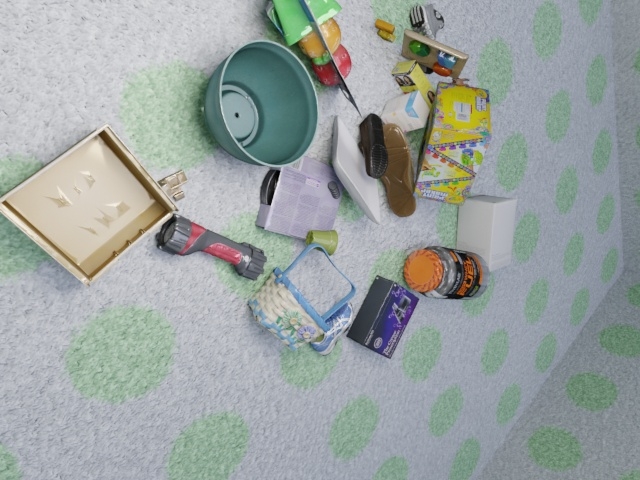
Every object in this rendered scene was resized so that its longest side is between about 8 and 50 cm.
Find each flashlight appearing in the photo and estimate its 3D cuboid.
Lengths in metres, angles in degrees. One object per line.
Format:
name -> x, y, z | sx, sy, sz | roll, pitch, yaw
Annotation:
flashlight -> -0.286, 0.030, 1.173 | 0.304, 0.103, 0.103 | 30, 109, -39

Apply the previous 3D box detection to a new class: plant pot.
plant pot -> -0.174, -0.328, 1.095 | 0.293, 0.196, 0.293 | -4, 96, -42
plant pot -> 0.000, 0.000, 1.321 | 0.079, 0.083, 0.083 | 12, 94, -26

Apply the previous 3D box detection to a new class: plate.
plate -> 0.106, -0.218, 1.359 | 0.277, 0.045, 0.278 | 52, 27, -35

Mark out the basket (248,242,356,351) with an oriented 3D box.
basket -> -0.048, 0.178, 1.322 | 0.289, 0.201, 0.255 | -46, 124, -7

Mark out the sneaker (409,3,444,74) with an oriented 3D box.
sneaker -> 0.399, -0.718, 1.523 | 0.132, 0.086, 0.229 | -31, 117, -30

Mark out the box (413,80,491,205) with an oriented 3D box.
box -> 0.436, -0.325, 1.447 | 0.279, 0.176, 0.290 | 95, 9, -49

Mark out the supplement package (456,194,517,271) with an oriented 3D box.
supplement package -> 0.715, -0.038, 1.868 | 0.175, 0.177, 0.293 | -12, 109, -34

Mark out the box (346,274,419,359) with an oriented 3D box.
box -> 0.240, 0.291, 1.637 | 0.184, 0.103, 0.261 | 33, 80, -35

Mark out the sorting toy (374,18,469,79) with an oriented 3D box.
sorting toy -> 0.316, -0.610, 1.396 | 0.041, 0.307, 0.229 | -65, 174, 9

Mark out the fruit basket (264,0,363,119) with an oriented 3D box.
fruit basket -> -0.008, -0.512, 1.147 | 0.165, 0.327, 0.353 | -25, 125, 6

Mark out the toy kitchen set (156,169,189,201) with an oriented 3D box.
toy kitchen set -> -0.362, -0.128, 1.090 | 0.083, 0.075, 0.068 | -34, 121, -26

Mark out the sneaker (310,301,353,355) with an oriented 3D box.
sneaker -> 0.041, 0.296, 1.497 | 0.081, 0.080, 0.211 | 40, 75, -40

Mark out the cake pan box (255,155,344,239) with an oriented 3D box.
cake pan box -> -0.056, -0.130, 1.329 | 0.266, 0.070, 0.246 | 13, 91, -39

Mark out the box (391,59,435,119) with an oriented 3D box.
box -> 0.349, -0.529, 1.530 | 0.232, 0.087, 0.058 | 40, 78, -38

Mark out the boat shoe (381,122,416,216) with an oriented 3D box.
boat shoe -> 0.268, -0.254, 1.530 | 0.110, 0.121, 0.341 | -64, 144, -57

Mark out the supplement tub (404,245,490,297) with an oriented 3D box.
supplement tub -> 0.507, 0.132, 1.732 | 0.337, 0.207, 0.207 | 8, 96, -38

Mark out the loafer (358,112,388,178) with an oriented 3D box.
loafer -> 0.168, -0.303, 1.421 | 0.080, 0.078, 0.220 | 8, 75, -36

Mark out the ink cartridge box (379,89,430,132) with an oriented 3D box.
ink cartridge box -> 0.282, -0.432, 1.475 | 0.092, 0.143, 0.090 | 46, 56, -35

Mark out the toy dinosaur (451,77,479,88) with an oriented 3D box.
toy dinosaur -> 0.605, -0.491, 1.715 | 0.296, 0.127, 0.200 | 47, 65, -41

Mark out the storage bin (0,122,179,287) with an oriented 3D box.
storage bin -> -0.504, -0.074, 0.964 | 0.262, 0.123, 0.260 | -46, 124, -20
